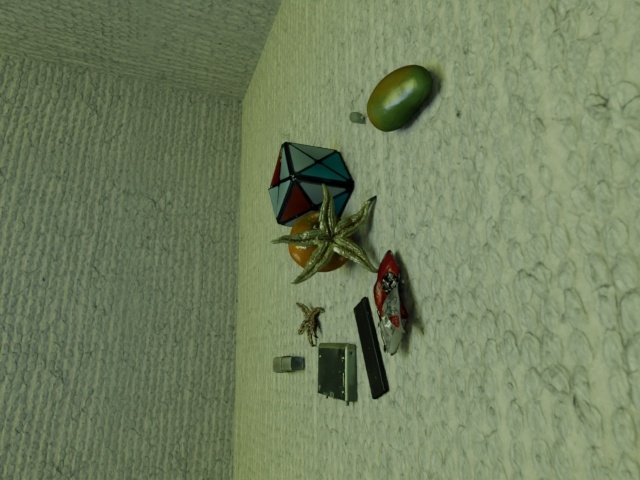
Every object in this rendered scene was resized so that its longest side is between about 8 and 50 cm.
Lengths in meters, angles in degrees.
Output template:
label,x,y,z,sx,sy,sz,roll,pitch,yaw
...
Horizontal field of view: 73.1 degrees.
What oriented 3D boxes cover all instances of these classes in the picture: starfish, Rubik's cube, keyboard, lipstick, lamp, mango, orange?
label,x,y,z,sx,sy,sz,roll,pitch,yaw
starfish,-0.046,0.335,1.833,0.213,0.057,0.238,-62,34,30
starfish,0.021,-0.020,1.413,0.078,0.358,0.347,70,-157,-76
Rubik's cube,-0.047,-0.211,1.686,0.248,0.246,0.250,-107,30,-42
keyboard,0.156,0.333,1.367,0.101,0.018,0.309,119,148,-49
lipstick,-0.150,0.576,2.011,0.253,0.079,0.077,144,129,-61
lamp,0.169,-0.457,1.463,0.198,0.056,0.050,150,125,-60
mango,0.221,-0.410,1.231,0.251,0.114,0.156,144,135,-63
orange,0.000,0.000,1.543,0.171,0.240,0.240,82,177,-54

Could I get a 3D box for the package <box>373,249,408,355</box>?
label,x,y,z,sx,sy,sz,roll,pitch,yaw
package,0.201,0.182,1.237,0.269,0.071,0.194,-90,20,-48

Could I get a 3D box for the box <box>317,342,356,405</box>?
label,x,y,z,sx,sy,sz,roll,pitch,yaw
box,0.053,0.476,1.563,0.270,0.045,0.211,154,120,-65
